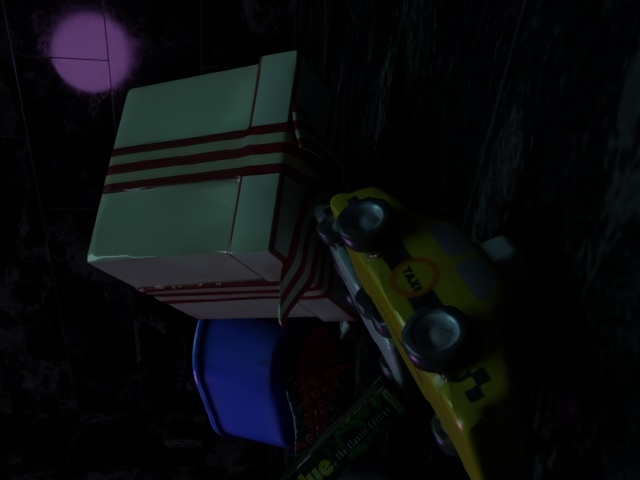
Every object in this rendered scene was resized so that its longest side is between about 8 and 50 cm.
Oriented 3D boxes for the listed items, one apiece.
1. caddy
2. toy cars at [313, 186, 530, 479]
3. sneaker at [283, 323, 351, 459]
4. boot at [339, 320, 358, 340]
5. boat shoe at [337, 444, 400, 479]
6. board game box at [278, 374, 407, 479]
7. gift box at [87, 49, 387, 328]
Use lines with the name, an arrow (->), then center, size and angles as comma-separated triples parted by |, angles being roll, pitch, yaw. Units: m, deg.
caddy -> -0.106, 0.192, 1.157 | 0.241, 0.179, 0.341 | -61, -27, -43
toy cars -> 0.071, 0.037, 0.497 | 0.394, 0.087, 0.176 | -165, 50, -86
sneaker -> -0.009, 0.263, 1.062 | 0.125, 0.104, 0.261 | 109, 162, -74
boot -> 0.038, 0.081, 0.979 | 0.106, 0.037, 0.114 | 77, -167, -60
boat shoe -> 0.029, 0.376, 0.757 | 0.119, 0.121, 0.335 | -83, 7, -79
board game box -> 0.016, 0.177, 0.604 | 0.136, 0.030, 0.259 | -46, -10, -4
gift box -> -0.070, -0.023, 0.777 | 0.255, 0.258, 0.276 | 35, -127, -59
